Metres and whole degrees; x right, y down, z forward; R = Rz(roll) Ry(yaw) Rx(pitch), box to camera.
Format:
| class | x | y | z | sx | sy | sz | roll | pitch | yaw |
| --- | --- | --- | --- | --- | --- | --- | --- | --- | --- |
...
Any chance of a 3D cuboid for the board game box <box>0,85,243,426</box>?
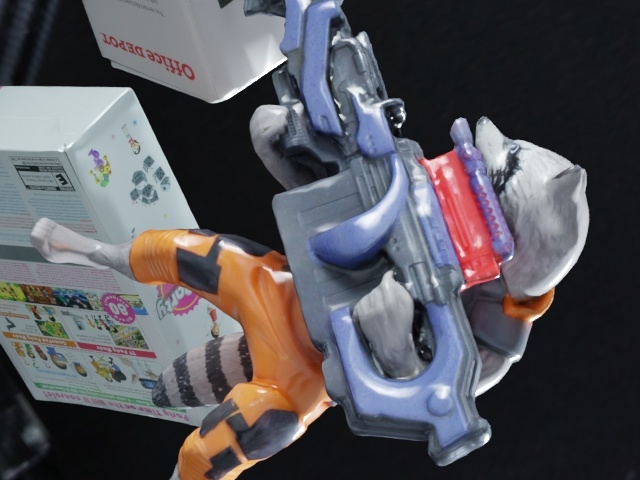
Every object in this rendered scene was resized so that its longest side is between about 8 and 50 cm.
| class | x | y | z | sx | sy | sz | roll | pitch | yaw |
| --- | --- | --- | --- | --- | --- | --- | --- | --- | --- |
| board game box | -0.211 | 0.013 | 1.505 | 0.224 | 0.097 | 0.303 | 5 | -48 | 37 |

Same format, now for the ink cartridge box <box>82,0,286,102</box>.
| class | x | y | z | sx | sy | sz | roll | pitch | yaw |
| --- | --- | --- | --- | --- | --- | --- | --- | --- | --- |
| ink cartridge box | -0.107 | -0.210 | 1.155 | 0.148 | 0.086 | 0.203 | 25 | -38 | 46 |

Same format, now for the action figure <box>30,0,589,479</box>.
| class | x | y | z | sx | sy | sz | roll | pitch | yaw |
| --- | --- | --- | --- | --- | --- | --- | --- | --- | --- |
| action figure | 0.000 | 0.000 | 1.017 | 0.330 | 0.178 | 0.341 | -18 | -116 | 19 |
